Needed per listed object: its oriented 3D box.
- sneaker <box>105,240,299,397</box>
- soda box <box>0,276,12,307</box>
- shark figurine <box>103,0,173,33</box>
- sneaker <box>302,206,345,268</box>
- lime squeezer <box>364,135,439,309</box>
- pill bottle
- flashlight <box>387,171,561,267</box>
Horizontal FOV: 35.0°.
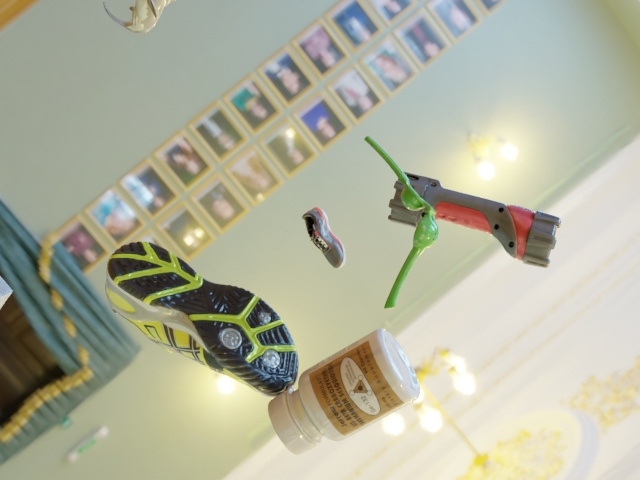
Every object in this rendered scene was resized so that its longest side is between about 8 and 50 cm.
[{"bbox_3d":[-0.205,0.149,1.779,0.145,0.384,0.147,-50,172,-38],"label":"sneaker"},{"bbox_3d":[-0.670,0.023,1.756,0.091,0.286,0.098,-45,174,37],"label":"soda box"},{"bbox_3d":[-0.285,-0.420,1.769,0.116,0.166,0.278,-20,164,-25],"label":"shark figurine"},{"bbox_3d":[0.000,0.000,2.381,0.065,0.158,0.061,-18,165,-48],"label":"sneaker"},{"bbox_3d":[0.148,-0.043,1.747,0.110,0.310,0.059,-17,164,36],"label":"lime squeezer"},{"bbox_3d":[0.035,0.252,1.655,0.229,0.131,0.131,-31,-168,13],"label":"pill bottle"},{"bbox_3d":[0.275,-0.032,1.838,0.103,0.304,0.103,-57,156,-53],"label":"flashlight"}]
